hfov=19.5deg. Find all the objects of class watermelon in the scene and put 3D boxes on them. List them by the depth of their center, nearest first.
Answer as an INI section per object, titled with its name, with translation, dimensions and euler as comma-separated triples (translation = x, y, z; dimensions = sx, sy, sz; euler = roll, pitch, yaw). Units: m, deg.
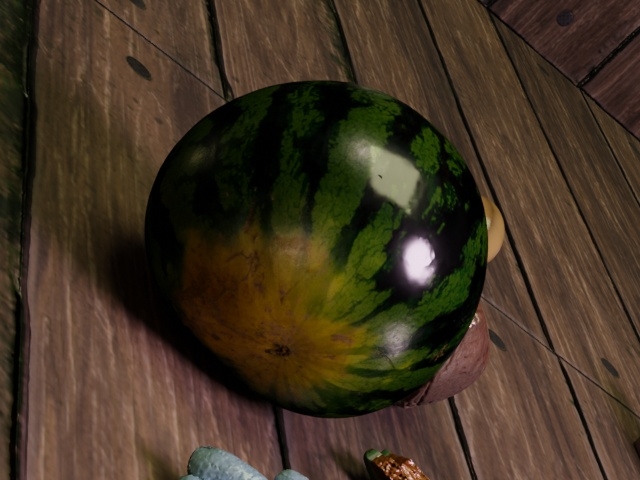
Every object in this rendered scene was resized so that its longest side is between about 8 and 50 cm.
[watermelon]
translation = -0.001, 0.002, 1.427
dimensions = 0.269, 0.269, 0.269
euler = 40, 19, -17

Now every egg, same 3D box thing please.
[egg]
translation = 0.166, -0.009, 2.070
dimensions = 0.080, 0.080, 0.096
euler = 37, 17, -24

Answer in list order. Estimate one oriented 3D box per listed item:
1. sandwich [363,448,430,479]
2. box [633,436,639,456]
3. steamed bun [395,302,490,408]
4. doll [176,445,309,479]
[sandwich]
translation = 0.088, 0.214, 1.455
dimensions = 0.135, 0.029, 0.067
euler = 38, -24, 30
[box]
translation = 0.412, 0.239, 2.032
dimensions = 0.060, 0.111, 0.156
euler = 29, 22, -23
[steamed bun]
translation = 0.077, 0.071, 1.614
dimensions = 0.145, 0.106, 0.175
euler = 60, -17, 20
[doll]
translation = -0.020, 0.211, 1.238
dimensions = 0.180, 0.075, 0.120
euler = 28, 55, 9
